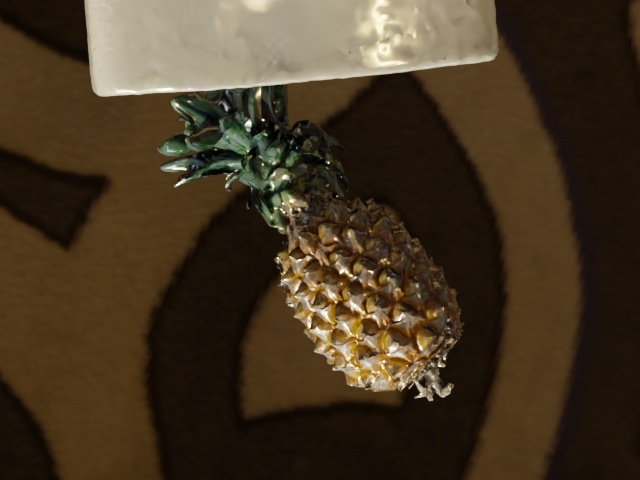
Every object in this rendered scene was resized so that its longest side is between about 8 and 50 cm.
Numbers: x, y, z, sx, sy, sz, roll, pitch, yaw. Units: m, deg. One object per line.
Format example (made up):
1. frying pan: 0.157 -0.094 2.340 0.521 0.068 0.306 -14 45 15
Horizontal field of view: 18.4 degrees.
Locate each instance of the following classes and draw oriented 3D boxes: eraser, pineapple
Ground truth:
1. eraser: -0.021 -0.202 0.830 0.174 0.095 0.270 -6 96 -10
2. pineapple: -0.001 0.000 1.091 0.103 0.083 0.221 -34 84 -37
